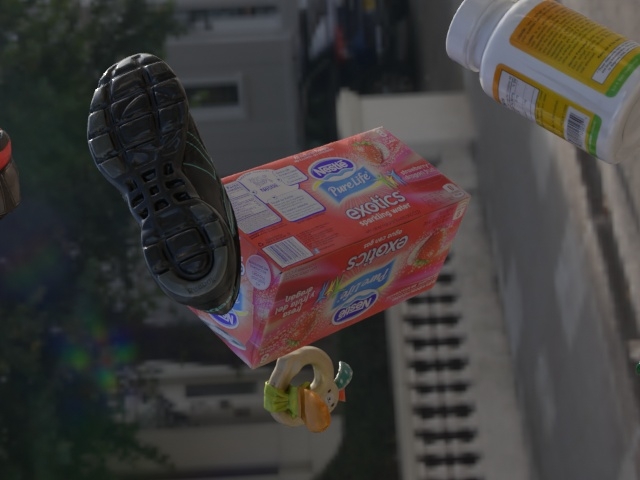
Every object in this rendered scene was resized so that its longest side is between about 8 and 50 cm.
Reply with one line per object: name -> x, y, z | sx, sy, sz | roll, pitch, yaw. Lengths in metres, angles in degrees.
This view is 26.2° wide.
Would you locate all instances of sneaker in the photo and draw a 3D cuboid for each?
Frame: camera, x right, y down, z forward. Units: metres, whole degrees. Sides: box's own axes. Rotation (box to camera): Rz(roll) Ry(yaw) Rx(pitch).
sneaker -> -0.140, -0.047, 1.265 | 0.106, 0.101, 0.267 | 53, -164, -66
sneaker -> -0.471, -0.093, 1.757 | 0.276, 0.097, 0.135 | 17, 137, 44

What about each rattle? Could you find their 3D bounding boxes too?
rattle -> 0.022, 0.231, 2.050 | 0.200, 0.143, 0.130 | 24, -108, -48

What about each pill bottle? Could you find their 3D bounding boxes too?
pill bottle -> 0.274, -0.203, 1.613 | 0.136, 0.246, 0.136 | -41, -30, -29

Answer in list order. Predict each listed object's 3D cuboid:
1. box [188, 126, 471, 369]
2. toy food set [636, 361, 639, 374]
box -> 0.000, 0.000, 1.512 | 0.154, 0.300, 0.142 | 41, 132, 27
toy food set -> 0.333, 0.111, 1.265 | 0.020, 0.083, 0.082 | -93, 1, -47
